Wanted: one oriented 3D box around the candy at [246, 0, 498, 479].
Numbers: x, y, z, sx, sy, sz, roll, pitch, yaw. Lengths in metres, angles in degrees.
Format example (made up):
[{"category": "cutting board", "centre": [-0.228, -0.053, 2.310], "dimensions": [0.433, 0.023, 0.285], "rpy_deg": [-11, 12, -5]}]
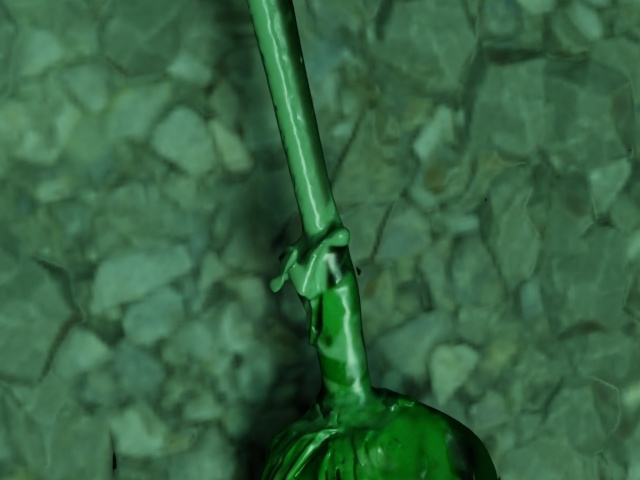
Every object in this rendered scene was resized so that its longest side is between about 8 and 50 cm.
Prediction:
[{"category": "candy", "centre": [-0.002, 0.001, 0.592], "dimensions": [0.097, 0.097, 0.324], "rpy_deg": [-18, 104, -20]}]
